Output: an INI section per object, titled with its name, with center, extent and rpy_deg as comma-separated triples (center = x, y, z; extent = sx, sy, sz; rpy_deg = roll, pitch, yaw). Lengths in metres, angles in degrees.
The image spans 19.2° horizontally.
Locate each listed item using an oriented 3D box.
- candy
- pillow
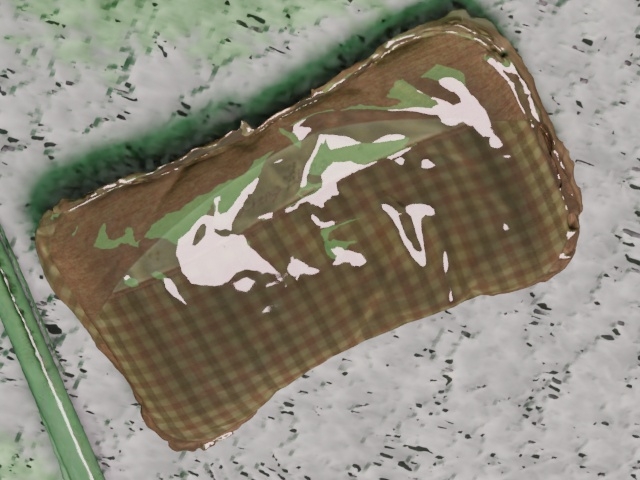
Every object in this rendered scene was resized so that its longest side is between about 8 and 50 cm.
[candy]
center = -0.091, 0.137, 0.824
extent = 0.092, 0.093, 0.335
rpy_deg = -36, 116, -37
[pillow]
center = -0.001, -0.003, 0.770
extent = 0.211, 0.034, 0.135
rpy_deg = -27, 117, 6
